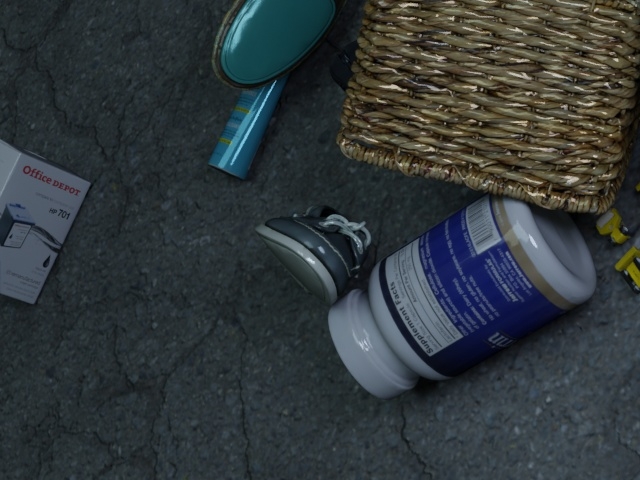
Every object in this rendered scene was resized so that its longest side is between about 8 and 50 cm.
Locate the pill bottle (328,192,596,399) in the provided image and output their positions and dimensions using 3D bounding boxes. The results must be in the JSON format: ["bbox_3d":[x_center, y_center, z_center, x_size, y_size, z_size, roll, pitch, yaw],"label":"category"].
[{"bbox_3d":[0.146,0.056,1.646,0.264,0.153,0.153,-33,57,25],"label":"pill bottle"}]

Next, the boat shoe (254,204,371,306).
[{"bbox_3d":[0.000,0.000,1.710,0.099,0.319,0.116,-43,91,-3],"label":"boat shoe"}]

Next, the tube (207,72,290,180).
[{"bbox_3d":[-0.078,-0.179,1.967,0.080,0.052,0.207,18,83,50],"label":"tube"}]

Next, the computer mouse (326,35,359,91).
[{"bbox_3d":[0.020,-0.242,1.917,0.071,0.041,0.242,-51,51,13],"label":"computer mouse"}]

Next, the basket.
[{"bbox_3d":[0.189,-0.166,1.625,0.299,0.213,0.223,12,99,13],"label":"basket"}]

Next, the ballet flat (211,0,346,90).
[{"bbox_3d":[-0.016,-0.331,1.915,0.123,0.123,0.348,36,88,39],"label":"ballet flat"}]

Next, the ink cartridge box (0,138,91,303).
[{"bbox_3d":[-0.422,-0.027,2.114,0.082,0.139,0.191,28,92,41],"label":"ink cartridge box"}]

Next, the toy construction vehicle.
[{"bbox_3d":[0.337,-0.005,1.604,0.086,0.035,0.098,-52,48,26],"label":"toy construction vehicle"}]
